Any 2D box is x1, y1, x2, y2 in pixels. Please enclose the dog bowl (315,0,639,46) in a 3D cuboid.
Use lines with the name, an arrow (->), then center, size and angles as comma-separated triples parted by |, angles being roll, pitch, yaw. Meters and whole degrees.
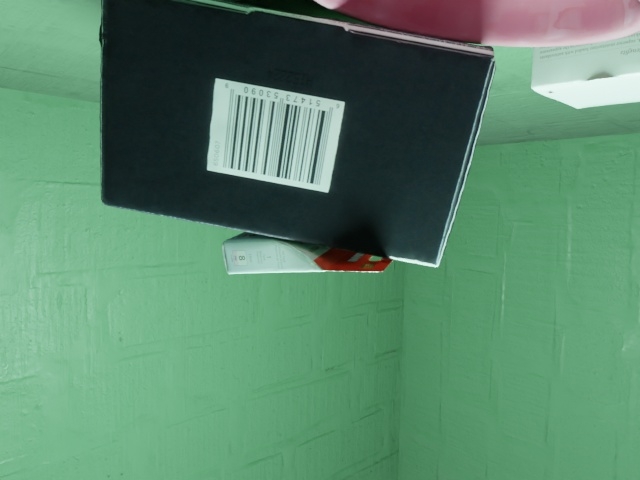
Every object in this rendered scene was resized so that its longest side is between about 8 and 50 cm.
dog bowl -> 0.152, -0.295, 0.474 | 0.408, 0.150, 0.408 | 8, -166, -2

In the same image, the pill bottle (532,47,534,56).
pill bottle -> 0.532, -0.353, 0.881 | 0.146, 0.146, 0.264 | -2, -175, -42

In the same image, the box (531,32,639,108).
box -> 0.419, -0.263, 0.690 | 0.182, 0.119, 0.181 | -2, -174, -44

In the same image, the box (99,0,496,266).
box -> -0.029, -0.209, 0.839 | 0.479, 0.297, 0.472 | 11, -159, 1

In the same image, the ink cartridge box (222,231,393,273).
ink cartridge box -> 0.000, 0.000, 0.753 | 0.232, 0.066, 0.189 | -6, -169, 22
